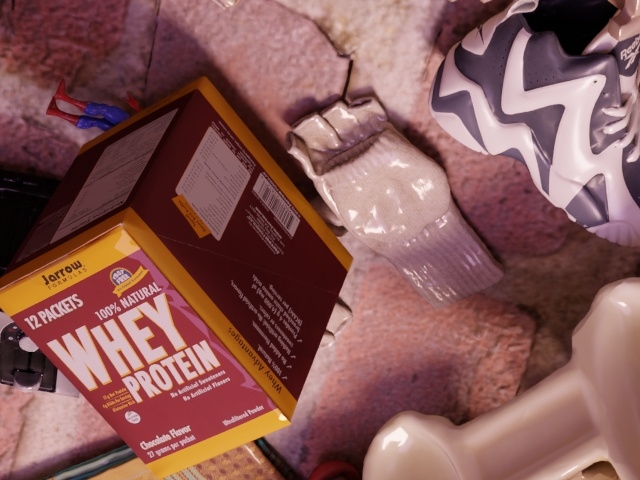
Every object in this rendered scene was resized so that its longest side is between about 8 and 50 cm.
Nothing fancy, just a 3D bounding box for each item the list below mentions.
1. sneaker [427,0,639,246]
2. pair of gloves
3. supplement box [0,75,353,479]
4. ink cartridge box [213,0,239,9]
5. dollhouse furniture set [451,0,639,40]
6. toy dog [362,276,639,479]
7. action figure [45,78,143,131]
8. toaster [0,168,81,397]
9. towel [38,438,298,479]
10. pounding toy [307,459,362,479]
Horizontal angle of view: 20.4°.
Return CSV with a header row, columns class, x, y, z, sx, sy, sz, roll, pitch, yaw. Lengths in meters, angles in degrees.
class,x,y,z,sx,sy,sz,roll,pitch,yaw
sneaker,0.207,-0.095,1.225,0.235,0.094,0.153,34,137,-1
pair of gloves,0.000,0.000,1.387,0.240,0.042,0.204,-20,121,26
supplement box,-0.100,0.026,1.286,0.129,0.194,0.191,-26,114,31
ink cartridge box,-0.096,-0.293,1.103,0.235,0.088,0.193,35,105,-14
dollhouse furniture set,0.224,-0.245,1.037,0.174,0.303,0.355,-24,141,-24
toy dog,0.301,0.245,1.317,0.284,0.395,0.408,-43,143,22
action figure,-0.150,-0.089,1.360,0.115,0.030,0.038,25,135,-13
toaster,-0.253,0.026,1.392,0.168,0.185,0.110,10,133,-5
towel,-0.154,0.302,1.671,0.370,0.040,0.271,-25,120,27
pounding toy,0.065,0.257,1.557,0.237,0.110,0.183,-5,121,-20
